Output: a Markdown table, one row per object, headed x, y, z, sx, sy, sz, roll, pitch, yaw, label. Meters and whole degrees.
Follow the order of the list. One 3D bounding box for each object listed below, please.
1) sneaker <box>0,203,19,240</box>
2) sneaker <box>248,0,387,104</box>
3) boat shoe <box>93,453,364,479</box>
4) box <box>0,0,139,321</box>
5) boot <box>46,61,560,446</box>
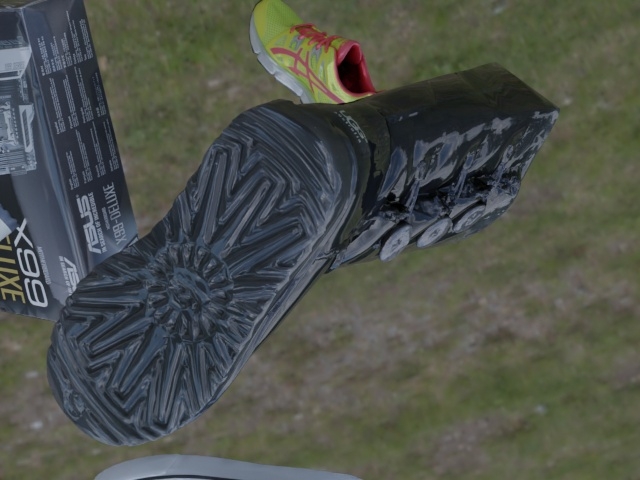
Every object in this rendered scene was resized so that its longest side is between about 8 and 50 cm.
| x | y | z | sx | sy | sz | roll | pitch | yaw | label |
| --- | --- | --- | --- | --- | --- | --- | --- | --- | --- |
| -0.378 | -0.050 | 0.974 | 0.131 | 0.319 | 0.112 | -54 | 156 | -13 | sneaker |
| 0.005 | -0.193 | 1.418 | 0.081 | 0.208 | 0.094 | -20 | 155 | -46 | sneaker |
| -0.097 | 0.303 | 1.406 | 0.306 | 0.105 | 0.113 | 6 | 140 | 0 | boat shoe |
| -0.296 | -0.079 | 1.259 | 0.076 | 0.242 | 0.308 | -31 | 119 | -44 | box |
| 0.002 | -0.001 | 1.206 | 0.367 | 0.146 | 0.445 | -44 | 170 | 29 | boot |
